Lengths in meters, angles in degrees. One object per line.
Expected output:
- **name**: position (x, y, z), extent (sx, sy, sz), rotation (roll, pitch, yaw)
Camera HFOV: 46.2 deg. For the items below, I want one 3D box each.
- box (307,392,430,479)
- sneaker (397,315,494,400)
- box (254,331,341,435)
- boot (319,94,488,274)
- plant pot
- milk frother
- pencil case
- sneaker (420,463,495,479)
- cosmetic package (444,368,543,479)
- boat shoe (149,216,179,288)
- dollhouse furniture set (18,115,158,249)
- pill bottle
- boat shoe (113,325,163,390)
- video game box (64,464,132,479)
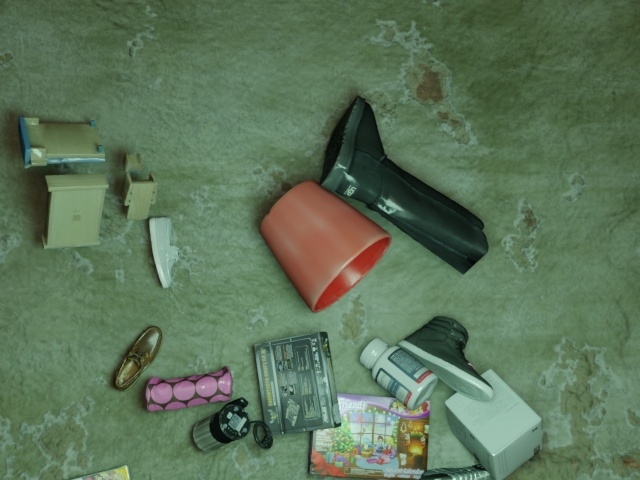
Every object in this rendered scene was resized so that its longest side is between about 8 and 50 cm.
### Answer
- **box**: position (0.121, 0.488, 1.867), extent (0.293, 0.057, 0.200), rotation (5, 78, -6)
- **sneaker**: position (0.336, 0.276, 1.845), extent (0.147, 0.296, 0.104), rotation (-42, 129, -18)
- **box**: position (-0.057, 0.351, 1.829), extent (0.183, 0.056, 0.231), rotation (-14, 78, 21)
- **boot**: position (0.229, -0.149, 1.940), extent (0.445, 0.146, 0.367), rotation (28, 43, -12)
- **plant pot**: position (0.000, 0.000, 1.853), extent (0.275, 0.275, 0.243), rotation (-40, 75, -12)
- **milk frother**: position (-0.205, 0.463, 1.795), extent (0.129, 0.135, 0.143), rotation (-31, 87, -45)
- **pencil case**: position (-0.318, 0.358, 1.824), extent (0.209, 0.098, 0.095), rotation (-5, 125, -8)
- **sneaker**: position (0.346, 0.627, 1.836), extent (0.229, 0.086, 0.132), rotation (3, 87, -26)
- **cosmetic package**: position (0.423, 0.449, 1.826), extent (0.151, 0.151, 0.183), rotation (-33, 47, -11)
- **boat shoe**: position (-0.388, 0.028, 1.894), extent (0.063, 0.066, 0.184), rotation (-10, 71, -8)
- **dollhouse furniture set**: position (-0.601, -0.162, 1.900), extent (0.286, 0.198, 0.303), rotation (-5, 47, -29)
- **pill bottle**: position (0.190, 0.325, 1.860), extent (0.180, 0.108, 0.108), rotation (37, 76, 26)
- **boat shoe**: position (-0.444, 0.289, 1.834), extent (0.064, 0.060, 0.178), rotation (32, 77, 0)
- **video game box**: position (-0.526, 0.650, 1.763), extent (0.187, 0.048, 0.205), rotation (-12, 81, -6)
